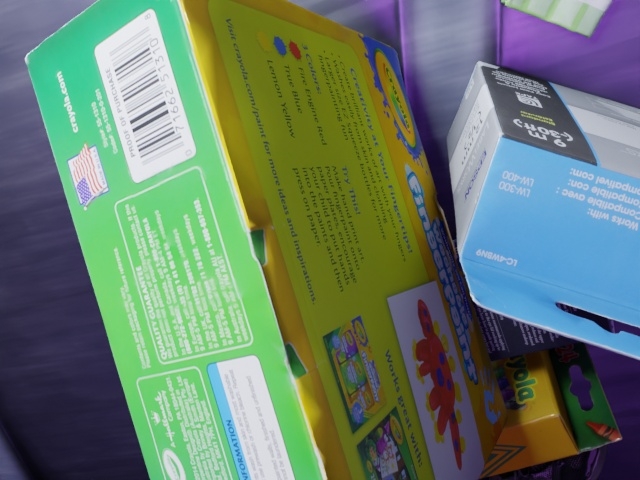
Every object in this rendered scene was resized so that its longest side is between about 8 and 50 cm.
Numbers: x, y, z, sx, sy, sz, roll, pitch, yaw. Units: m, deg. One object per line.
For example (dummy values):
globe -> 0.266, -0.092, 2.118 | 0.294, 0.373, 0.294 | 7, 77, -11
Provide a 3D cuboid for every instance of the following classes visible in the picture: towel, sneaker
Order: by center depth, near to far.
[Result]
towel -> 0.271, -0.300, 0.576 | 0.113, 0.023, 0.152 | 20, 122, -2
sneaker -> 0.360, 0.368, 0.923 | 0.130, 0.087, 0.228 | 21, 127, -11

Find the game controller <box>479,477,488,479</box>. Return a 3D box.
game controller -> 0.158, 0.470, 1.044 | 0.319, 0.067, 0.166 | -35, 124, 26

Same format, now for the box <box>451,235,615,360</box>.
box -> 0.242, 0.059, 0.721 | 0.207, 0.153, 0.108 | -18, 115, 18

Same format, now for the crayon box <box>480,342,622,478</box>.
crayon box -> 0.223, 0.224, 0.794 | 0.318, 0.202, 0.081 | -25, 114, 21

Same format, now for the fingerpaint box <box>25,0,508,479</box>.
fingerpaint box -> -0.003, 0.034, 0.518 | 0.163, 0.371, 0.445 | -18, 89, 30

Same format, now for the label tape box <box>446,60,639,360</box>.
label tape box -> 0.262, -0.044, 0.539 | 0.249, 0.348, 0.115 | 17, 122, -1
